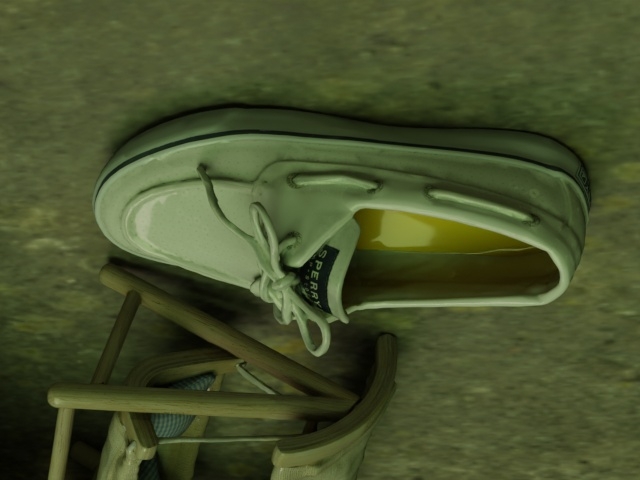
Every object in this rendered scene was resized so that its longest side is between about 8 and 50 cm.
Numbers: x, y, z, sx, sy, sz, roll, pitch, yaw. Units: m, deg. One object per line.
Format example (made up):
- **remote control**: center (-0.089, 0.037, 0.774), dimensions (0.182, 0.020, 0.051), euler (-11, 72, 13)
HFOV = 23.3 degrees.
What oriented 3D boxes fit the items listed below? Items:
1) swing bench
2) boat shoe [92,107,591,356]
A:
- **swing bench**: center (-0.091, 0.185, 1.265), dimensions (0.254, 0.165, 0.253), euler (16, 131, 0)
- **boat shoe**: center (0.002, 0.007, 1.093), dimensions (0.367, 0.156, 0.136), euler (4, 130, 10)
